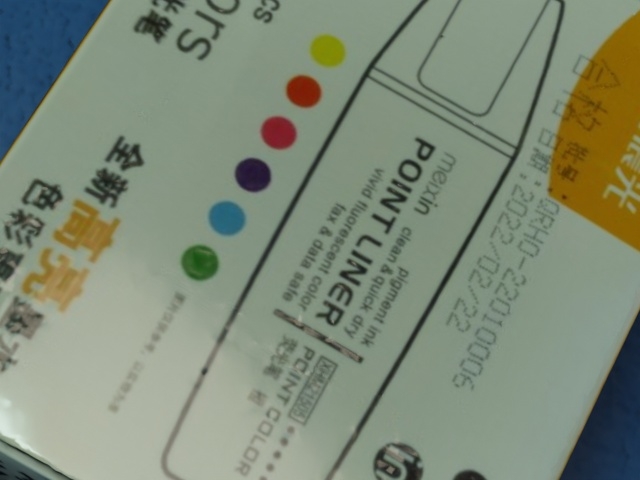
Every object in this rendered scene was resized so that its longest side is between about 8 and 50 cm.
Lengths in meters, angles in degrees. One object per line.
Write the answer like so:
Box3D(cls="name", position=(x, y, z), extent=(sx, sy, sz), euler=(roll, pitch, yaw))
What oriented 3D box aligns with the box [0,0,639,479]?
Box3D(cls="box", position=(0.000, 0.000, 0.659), extent=(0.220, 0.091, 0.274), euler=(28, 65, -1))
